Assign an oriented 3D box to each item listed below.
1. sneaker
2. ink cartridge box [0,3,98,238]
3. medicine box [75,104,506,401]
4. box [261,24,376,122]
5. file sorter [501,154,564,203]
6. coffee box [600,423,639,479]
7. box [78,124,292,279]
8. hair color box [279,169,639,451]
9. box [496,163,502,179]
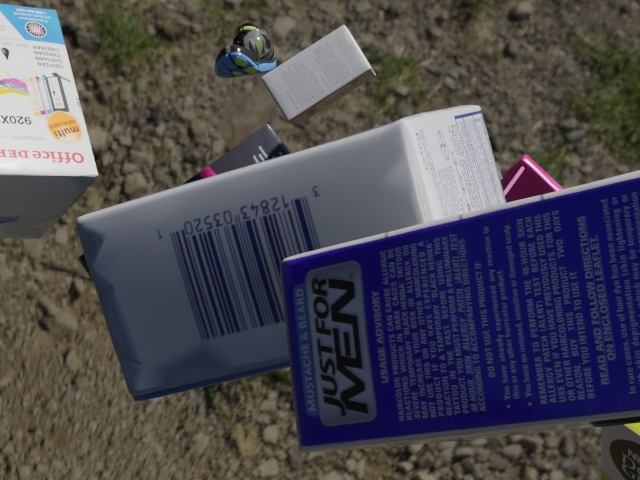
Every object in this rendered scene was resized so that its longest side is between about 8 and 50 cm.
[{"bbox_3d":[-0.114,-0.283,1.686,0.067,0.188,0.078,-5,101,15],"label":"sneaker"},{"bbox_3d":[-0.393,-0.138,1.336,0.171,0.168,0.233,-1,65,-40],"label":"ink cartridge box"},{"bbox_3d":[0.000,0.000,0.916,0.263,0.289,0.149,-15,93,20],"label":"medicine box"},{"bbox_3d":[-0.001,-0.285,1.972,0.170,0.130,0.091,-32,89,8],"label":"box"},{"bbox_3d":[0.357,0.051,1.894,0.290,0.202,0.182,43,46,-1],"label":"file sorter"},{"bbox_3d":[0.645,0.316,1.664,0.338,0.334,0.337,-41,54,-21],"label":"coffee box"},{"bbox_3d":[-0.120,0.007,1.344,0.270,0.165,0.143,-34,82,2],"label":"box"},{"bbox_3d":[0.168,0.032,0.539,0.185,0.338,0.110,7,75,-51],"label":"hair color box"},{"bbox_3d":[0.167,-0.103,1.743,0.145,0.038,0.186,-37,40,-8],"label":"box"}]
